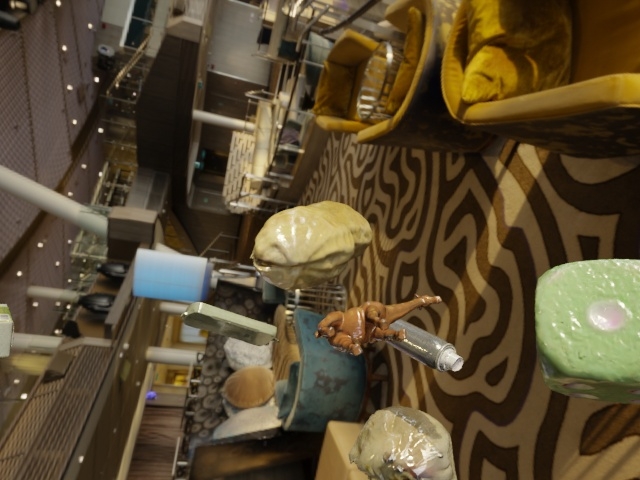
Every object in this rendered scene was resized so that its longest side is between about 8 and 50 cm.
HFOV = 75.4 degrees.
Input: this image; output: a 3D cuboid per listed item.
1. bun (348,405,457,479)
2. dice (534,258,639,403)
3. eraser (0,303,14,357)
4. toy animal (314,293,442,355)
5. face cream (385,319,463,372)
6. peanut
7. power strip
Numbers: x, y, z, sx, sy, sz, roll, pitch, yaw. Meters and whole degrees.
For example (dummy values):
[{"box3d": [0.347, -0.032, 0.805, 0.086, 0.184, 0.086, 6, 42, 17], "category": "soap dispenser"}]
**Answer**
[{"box3d": [0.221, 0.573, 1.059, 0.205, 0.281, 0.282, 24, -105, -80], "category": "bun"}, {"box3d": [0.766, 0.250, 1.104, 0.322, 0.330, 0.319, -7, 60, 35], "category": "dice"}, {"box3d": [-0.338, 0.093, 0.435, 0.083, 0.019, 0.038, 7, 93, 49], "category": "eraser"}, {"box3d": [0.106, 0.125, 0.673, 0.230, 0.224, 0.067, 52, -155, -85], "category": "toy animal"}, {"box3d": [0.220, 0.244, 1.018, 0.283, 0.073, 0.073, 18, 99, 53], "category": "face cream"}, {"box3d": [0.000, 0.000, 0.746, 0.313, 0.149, 0.149, -23, -51, -66], "category": "peanut"}, {"box3d": [-0.187, 0.184, 0.893, 0.080, 0.226, 0.029, -40, 35, 43], "category": "power strip"}]
